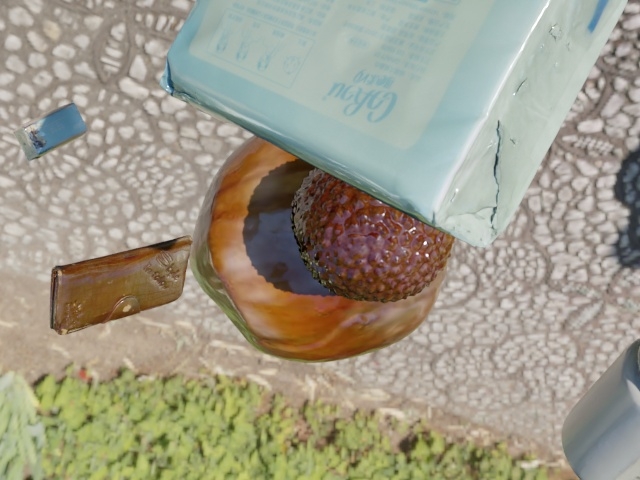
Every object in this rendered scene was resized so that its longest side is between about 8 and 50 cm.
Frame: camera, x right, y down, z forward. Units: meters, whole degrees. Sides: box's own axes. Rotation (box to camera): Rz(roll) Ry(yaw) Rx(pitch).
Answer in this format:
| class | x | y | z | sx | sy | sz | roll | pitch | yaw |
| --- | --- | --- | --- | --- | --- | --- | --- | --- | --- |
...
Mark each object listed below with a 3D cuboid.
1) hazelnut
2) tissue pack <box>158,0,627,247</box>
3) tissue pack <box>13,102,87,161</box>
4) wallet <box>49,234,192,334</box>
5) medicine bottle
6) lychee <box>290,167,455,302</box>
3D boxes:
| class | x | y | z | sx | sy | sz | roll | pitch | yaw |
| --- | --- | --- | --- | --- | --- | --- | --- | --- | --- |
| hazelnut | 0.000 | 0.000 | 1.182 | 0.373 | 0.315 | 0.372 | 4 | 105 | 16 |
| tissue pack | 0.032 | -0.124 | 0.523 | 0.263 | 0.177 | 0.089 | 30 | -176 | 40 |
| tissue pack | -0.425 | -0.172 | 1.345 | 0.074 | 0.094 | 0.058 | -5 | 115 | 58 |
| wallet | -0.230 | 0.052 | 0.997 | 0.176 | 0.026 | 0.095 | -16 | 130 | -42 |
| medicine bottle | 0.385 | 0.184 | 0.959 | 0.145 | 0.144 | 0.252 | 9 | 138 | -6 |
| lychee | 0.059 | -0.020 | 0.938 | 0.195 | 0.194 | 0.194 | 3 | 143 | 2 |
